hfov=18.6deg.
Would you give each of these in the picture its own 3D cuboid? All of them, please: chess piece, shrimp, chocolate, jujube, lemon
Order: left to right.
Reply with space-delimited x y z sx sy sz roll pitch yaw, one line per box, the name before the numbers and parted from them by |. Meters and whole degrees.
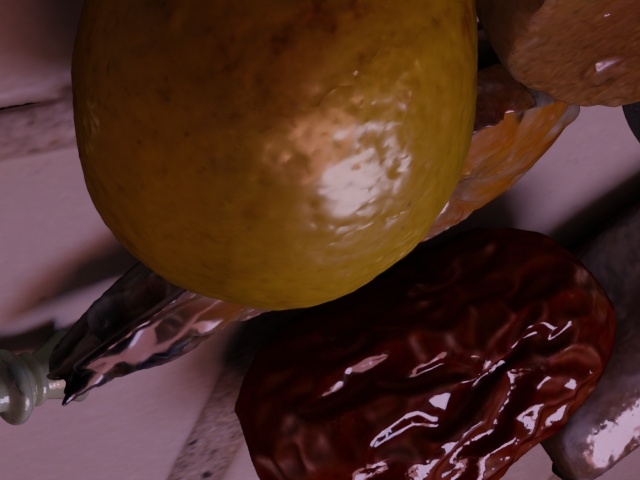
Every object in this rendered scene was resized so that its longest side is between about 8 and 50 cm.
chess piece | -0.166 0.076 1.010 0.149 0.059 0.059 -20 154 -37
lemon | -0.018 -0.064 0.770 0.170 0.170 0.207 -23 153 -15
shrimp | 0.000 0.000 1.033 0.317 0.062 0.164 -30 158 -5
jujube | 0.063 0.083 1.163 0.230 0.155 0.155 -37 156 -4
chocolate | 0.219 0.025 1.241 0.261 0.161 0.083 -37 127 6

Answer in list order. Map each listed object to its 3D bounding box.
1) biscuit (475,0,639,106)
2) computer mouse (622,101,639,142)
biscuit | 0.230 -0.168 0.836 0.287 0.057 0.344 -3 154 -41
computer mouse | 0.217 -0.139 1.000 0.113 0.068 0.229 0 132 -23
